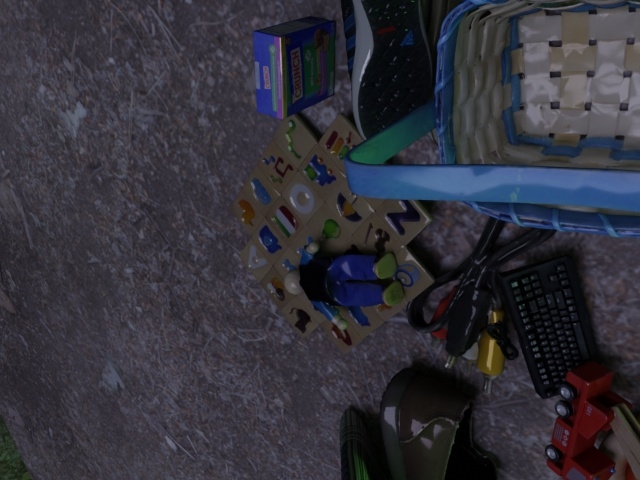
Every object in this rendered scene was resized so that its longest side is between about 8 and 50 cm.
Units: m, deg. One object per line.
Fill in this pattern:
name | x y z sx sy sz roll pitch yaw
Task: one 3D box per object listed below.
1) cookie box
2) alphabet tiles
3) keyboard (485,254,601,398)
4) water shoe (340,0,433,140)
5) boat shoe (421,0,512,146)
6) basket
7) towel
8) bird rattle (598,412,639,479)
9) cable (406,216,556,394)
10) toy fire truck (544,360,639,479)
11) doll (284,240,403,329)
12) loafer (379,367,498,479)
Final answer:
cookie box | -0.028 -0.199 0.677 0.040 0.107 0.091 20 126 28
alphabet tiles | 0.000 0.000 0.819 0.285 0.011 0.342 50 137 9
keyboard | 0.244 0.105 0.659 0.108 0.023 0.180 -18 115 16
water shoe | 0.056 -0.184 0.523 0.073 0.080 0.203 -9 130 -4
boat shoe | 0.106 -0.236 0.563 0.103 0.113 0.302 28 135 50
basket | 0.186 -0.094 0.445 0.255 0.289 0.201 8 125 31
towel | 0.099 0.459 0.862 0.056 0.312 0.324 -17 104 5
bird rattle | 0.410 0.284 0.650 0.207 0.143 0.253 39 147 29
cable | 0.193 0.042 0.707 0.139 0.072 0.287 38 123 37
toy fire truck | 0.313 0.198 0.615 0.135 0.047 0.192 36 131 53
doll | 0.019 0.059 0.791 0.189 0.046 0.129 -3 109 44
loafer | 0.179 0.356 0.830 0.130 0.134 0.365 1 116 38
